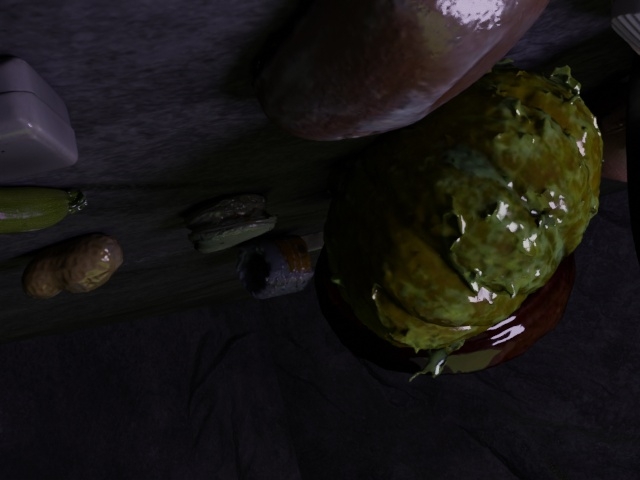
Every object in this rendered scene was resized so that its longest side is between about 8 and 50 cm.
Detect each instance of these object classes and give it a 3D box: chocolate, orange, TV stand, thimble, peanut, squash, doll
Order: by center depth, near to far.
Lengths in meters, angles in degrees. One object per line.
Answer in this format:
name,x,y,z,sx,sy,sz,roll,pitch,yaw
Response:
chocolate,0.054,-0.124,0.498,0.161,0.083,0.261,-13,173,-23
squash,-0.304,-0.031,0.678,0.052,0.052,0.183,-18,176,28
orange,0.128,-0.036,0.686,0.300,0.223,0.301,-52,178,-26
doll,0.490,-0.151,0.930,0.303,0.156,0.201,-18,168,-1
peanut,-0.363,0.042,1.021,0.174,0.080,0.080,-19,172,19
thimble,-0.099,0.055,1.490,0.118,0.127,0.151,-11,168,-35
TV stand,0.000,0.000,1.634,0.249,0.036,0.042,-14,172,-2

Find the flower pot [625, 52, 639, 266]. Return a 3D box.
flower pot,0.407,-0.078,0.706,0.166,0.269,0.269,-1,177,16

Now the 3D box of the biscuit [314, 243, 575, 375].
biscuit,0.185,0.030,1.108,0.407,0.407,0.091,-15,130,5

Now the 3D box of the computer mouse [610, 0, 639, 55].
computer mouse,0.325,-0.176,0.541,0.236,0.082,0.145,-9,-171,-43

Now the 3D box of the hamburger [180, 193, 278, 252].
hamburger,-0.133,-0.024,1.034,0.133,0.062,0.140,-11,171,-33

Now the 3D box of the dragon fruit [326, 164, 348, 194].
dragon fruit,0.130,-0.022,0.952,0.224,0.224,0.227,-10,-172,-35

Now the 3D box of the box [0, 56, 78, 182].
box,-0.292,-0.055,0.456,0.243,0.055,0.103,-14,174,-4
